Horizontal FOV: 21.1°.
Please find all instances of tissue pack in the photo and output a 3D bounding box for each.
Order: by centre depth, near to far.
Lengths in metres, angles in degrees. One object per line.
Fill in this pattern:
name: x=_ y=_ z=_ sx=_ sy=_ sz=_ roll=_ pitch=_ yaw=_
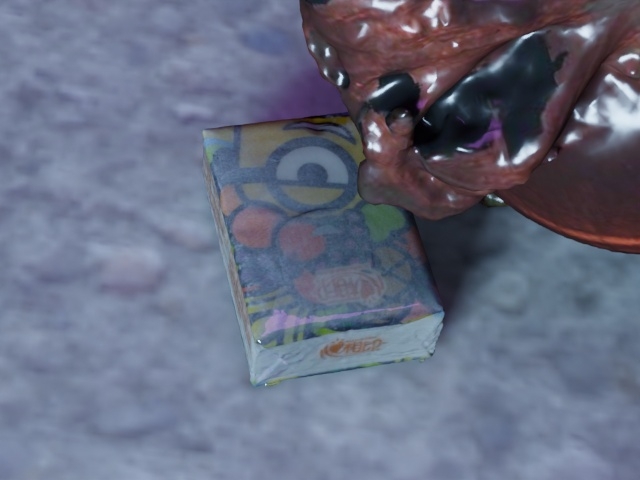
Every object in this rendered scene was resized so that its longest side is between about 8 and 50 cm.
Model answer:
tissue pack: x=0.000 y=0.000 z=0.543 sx=0.063 sy=0.035 sz=0.083 roll=-8 pitch=56 yaw=-14

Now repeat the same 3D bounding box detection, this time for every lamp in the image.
lamp: x=0.108 y=-0.067 z=0.502 sx=0.151 sy=0.215 sz=0.223 roll=56 pitch=27 yaw=-11
